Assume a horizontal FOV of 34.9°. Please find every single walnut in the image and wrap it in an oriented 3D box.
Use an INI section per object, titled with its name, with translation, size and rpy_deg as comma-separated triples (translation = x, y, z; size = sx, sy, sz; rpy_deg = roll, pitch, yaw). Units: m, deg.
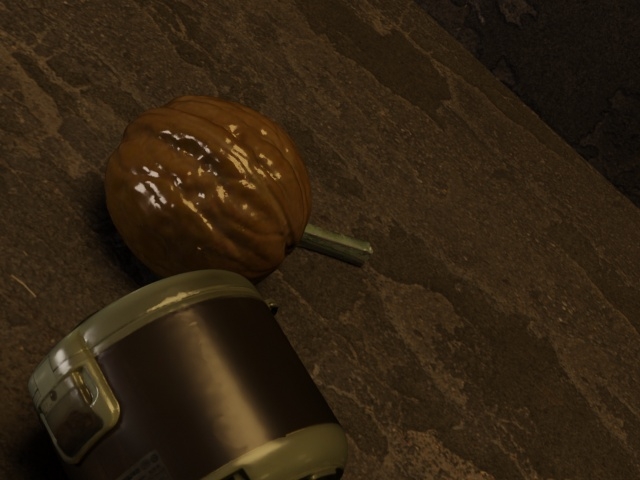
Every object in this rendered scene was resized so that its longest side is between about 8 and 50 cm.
[walnut]
translation = -0.176, -0.078, 1.583
size = 0.333, 0.333, 0.332
rpy_deg = 24, 39, -21

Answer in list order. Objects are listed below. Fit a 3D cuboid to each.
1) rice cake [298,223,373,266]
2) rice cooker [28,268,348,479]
[rice cake]
translation = 0.000, 0.000, 1.855
size = 0.211, 0.043, 0.034
rpy_deg = 17, 37, -29
[rice cooker]
translation = -0.168, 0.217, 1.235
size = 0.335, 0.335, 0.325
rpy_deg = -10, 59, -47
